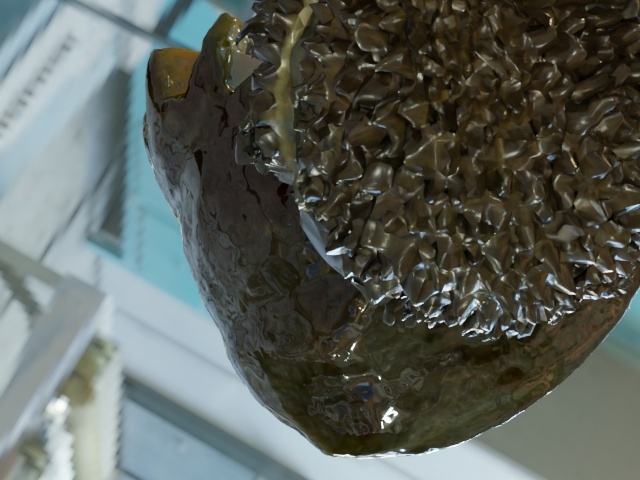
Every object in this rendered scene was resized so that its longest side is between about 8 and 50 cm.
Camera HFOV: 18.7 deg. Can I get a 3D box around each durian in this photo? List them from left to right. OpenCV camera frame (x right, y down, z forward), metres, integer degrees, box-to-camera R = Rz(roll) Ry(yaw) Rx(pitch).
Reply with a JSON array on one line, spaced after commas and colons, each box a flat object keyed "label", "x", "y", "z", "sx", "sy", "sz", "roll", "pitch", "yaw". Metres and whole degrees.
[{"label": "durian", "x": 0.051, "y": -0.067, "z": 0.677, "sx": 0.167, "sy": 0.196, "sz": 0.196, "roll": -30, "pitch": 161, "yaw": -16}]

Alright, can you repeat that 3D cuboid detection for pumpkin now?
[{"label": "pumpkin", "x": 0.000, "y": 0.000, "z": 0.853, "sx": 0.149, "sy": 0.254, "sz": 0.130, "roll": -68, "pitch": 150, "yaw": -24}]
